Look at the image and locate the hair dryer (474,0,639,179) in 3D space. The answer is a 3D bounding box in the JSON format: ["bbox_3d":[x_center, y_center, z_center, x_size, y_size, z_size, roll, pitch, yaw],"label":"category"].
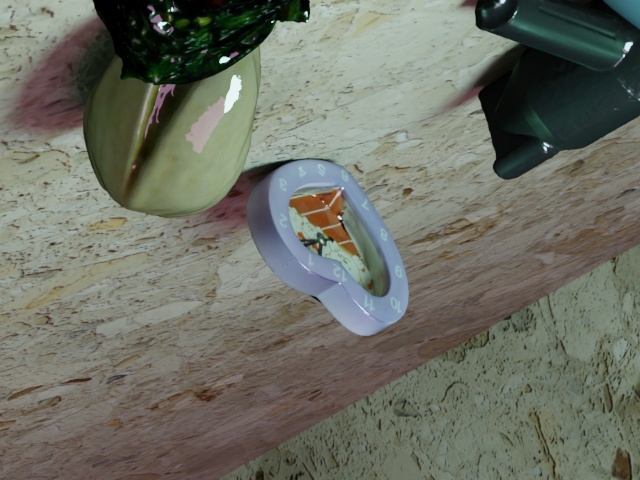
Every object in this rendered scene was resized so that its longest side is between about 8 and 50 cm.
[{"bbox_3d":[0.199,-0.166,1.815,0.244,0.116,0.302,-33,154,30],"label":"hair dryer"}]

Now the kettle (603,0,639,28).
[{"bbox_3d":[0.189,-0.249,1.210,0.319,0.247,0.342,-3,172,32],"label":"kettle"}]

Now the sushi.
[{"bbox_3d":[-0.076,-0.173,1.176,0.124,0.127,0.225,-21,168,-18],"label":"sushi"}]

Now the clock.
[{"bbox_3d":[0.000,0.000,1.938,0.064,0.172,0.198,-32,127,30],"label":"clock"}]

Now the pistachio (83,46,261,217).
[{"bbox_3d":[-0.107,-0.096,1.458,0.136,0.136,0.226,-18,158,-27],"label":"pistachio"}]
